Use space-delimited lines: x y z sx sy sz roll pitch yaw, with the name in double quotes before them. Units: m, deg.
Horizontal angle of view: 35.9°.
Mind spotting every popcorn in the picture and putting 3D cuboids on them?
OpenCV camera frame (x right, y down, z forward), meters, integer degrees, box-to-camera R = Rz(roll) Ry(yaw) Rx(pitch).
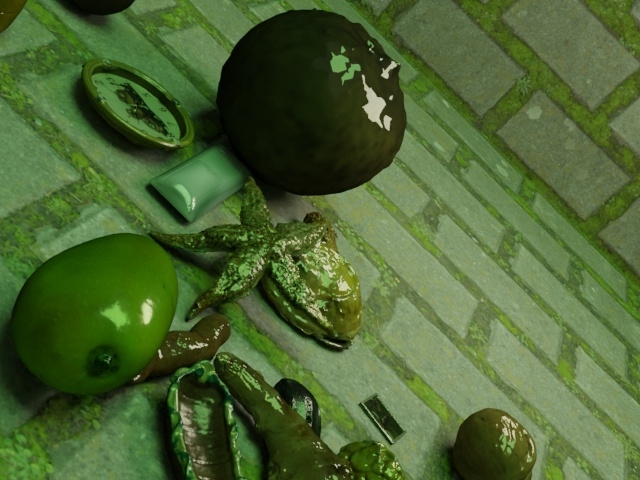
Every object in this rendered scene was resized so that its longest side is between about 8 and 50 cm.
"popcorn" 0.072 0.358 1.473 0.120 0.116 0.106 12 -22 22

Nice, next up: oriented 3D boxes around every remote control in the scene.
"remote control" -0.210 -0.115 1.810 0.103 0.051 0.293 44 24 0

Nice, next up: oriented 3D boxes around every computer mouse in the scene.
"computer mouse" -0.033 0.262 1.515 0.079 0.047 0.135 26 33 -34

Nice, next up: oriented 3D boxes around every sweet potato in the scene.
"sweet potato" -0.211 0.159 1.383 0.067 0.059 0.281 41 22 16

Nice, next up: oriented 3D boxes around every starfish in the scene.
"starfish" -0.113 0.004 1.653 0.347 0.078 0.358 3 49 -25

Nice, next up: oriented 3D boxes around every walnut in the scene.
"walnut" 0.307 0.377 1.754 0.166 0.149 0.166 -14 90 -81

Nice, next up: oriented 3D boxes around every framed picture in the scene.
"framed picture" 0.109 0.307 1.706 0.089 0.006 0.066 51 25 12

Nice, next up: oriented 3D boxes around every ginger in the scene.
"ginger" -0.061 0.278 1.411 0.294 0.086 0.131 48 37 17

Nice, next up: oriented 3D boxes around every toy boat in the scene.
"toy boat" -0.140 0.282 1.269 0.108 0.099 0.293 25 24 -36

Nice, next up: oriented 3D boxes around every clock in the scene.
"clock" -0.338 -0.236 1.794 0.237 0.057 0.237 34 26 -19

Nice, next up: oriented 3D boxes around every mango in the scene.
"mango" -0.282 0.077 1.275 0.192 0.156 0.343 6 19 1

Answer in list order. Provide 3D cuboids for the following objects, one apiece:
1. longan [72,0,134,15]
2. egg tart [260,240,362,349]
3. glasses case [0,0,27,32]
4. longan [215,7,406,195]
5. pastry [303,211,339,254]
"longan" -0.440 -0.537 1.963 0.189 0.189 0.189 35 27 -21
"egg tart" -0.005 0.079 1.787 0.252 0.098 0.232 50 29 1
"glasses case" -0.649 -0.508 1.631 0.371 0.141 0.173 42 26 -7
"longan" -0.016 -0.280 1.971 0.391 0.391 0.391 35 27 -21
"pastry" 0.000 0.000 1.952 0.080 0.056 0.140 43 18 -21
